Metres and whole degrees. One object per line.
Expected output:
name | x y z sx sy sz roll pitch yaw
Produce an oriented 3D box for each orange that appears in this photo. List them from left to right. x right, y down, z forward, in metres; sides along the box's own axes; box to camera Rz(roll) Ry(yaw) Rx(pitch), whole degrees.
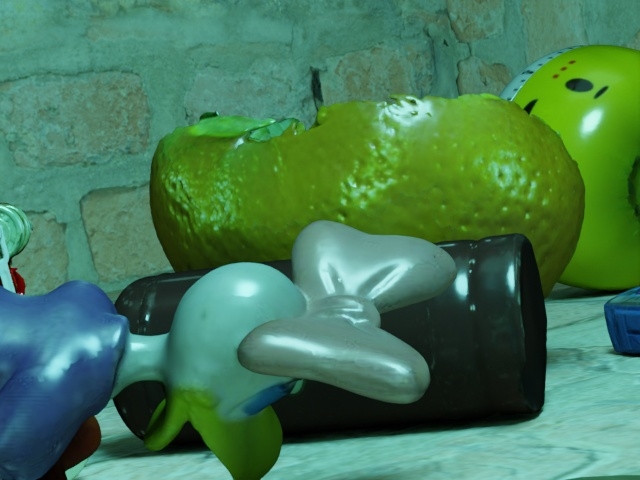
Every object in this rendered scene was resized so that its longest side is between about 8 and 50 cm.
orange | 0.021 -0.001 1.241 0.334 0.196 0.262 1 -31 37

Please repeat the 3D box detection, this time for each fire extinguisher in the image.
fire extinguisher | -0.029 0.076 1.071 0.337 0.114 0.135 -6 47 16

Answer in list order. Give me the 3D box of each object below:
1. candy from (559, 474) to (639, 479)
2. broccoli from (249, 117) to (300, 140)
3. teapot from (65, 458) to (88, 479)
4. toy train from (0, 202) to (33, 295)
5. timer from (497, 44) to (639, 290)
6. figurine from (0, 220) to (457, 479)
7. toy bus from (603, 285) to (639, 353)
candy | -0.021 0.107 0.293 0.234 0.104 0.102 -7 2 9
broccoli | 0.000 0.000 1.515 0.269 0.241 0.261 -36 13 20
teapot | -0.251 0.123 1.010 0.200 0.077 0.107 -5 16 29
toy train | -0.262 0.051 1.193 0.131 0.204 0.083 -12 2 -4
timer | 0.321 -0.068 1.723 0.285 0.285 0.285 -7 2 0
figurine | -0.150 0.045 0.850 0.421 0.193 0.154 10 28 5
toy bus | 0.268 0.058 1.217 0.061 0.051 0.153 -15 6 -27
